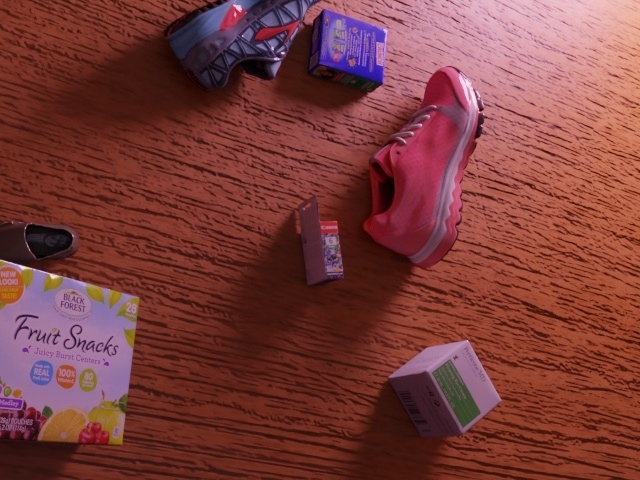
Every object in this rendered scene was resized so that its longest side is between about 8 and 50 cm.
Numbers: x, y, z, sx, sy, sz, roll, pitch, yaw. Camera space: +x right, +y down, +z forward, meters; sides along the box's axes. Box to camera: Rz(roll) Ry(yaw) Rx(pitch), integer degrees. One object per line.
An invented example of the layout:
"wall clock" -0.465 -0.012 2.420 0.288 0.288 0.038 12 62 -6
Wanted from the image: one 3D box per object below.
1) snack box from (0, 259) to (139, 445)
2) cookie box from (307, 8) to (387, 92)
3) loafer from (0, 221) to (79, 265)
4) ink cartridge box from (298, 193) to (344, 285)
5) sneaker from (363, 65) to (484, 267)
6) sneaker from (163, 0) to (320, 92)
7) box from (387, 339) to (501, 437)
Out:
"snack box" -0.296 0.126 0.865 0.207 0.070 0.174 28 62 -56
"cookie box" 0.041 -0.277 1.193 0.107 0.040 0.091 12 73 -23
"loafer" -0.349 0.003 0.930 0.148 0.050 0.056 -12 84 -28
"ink cartridge box" 0.000 0.000 1.097 0.029 0.063 0.115 -2 80 -26
"sneaker" 0.141 -0.125 1.168 0.136 0.116 0.313 19 71 -20
"sneaker" -0.085 -0.285 1.117 0.262 0.104 0.125 -32 111 -24
"box" 0.169 0.204 1.114 0.087 0.102 0.101 -31 92 -31
